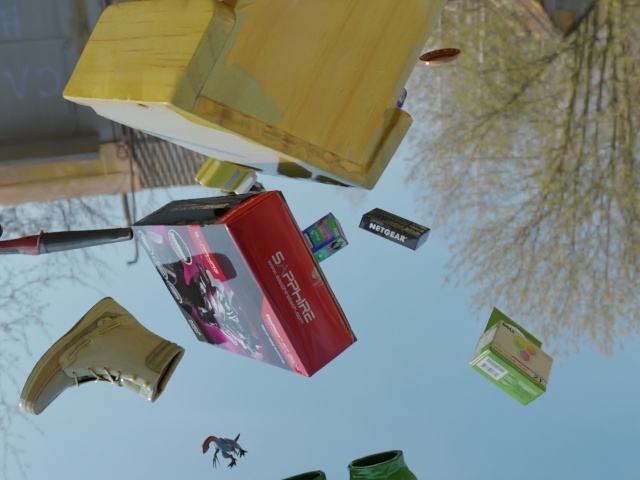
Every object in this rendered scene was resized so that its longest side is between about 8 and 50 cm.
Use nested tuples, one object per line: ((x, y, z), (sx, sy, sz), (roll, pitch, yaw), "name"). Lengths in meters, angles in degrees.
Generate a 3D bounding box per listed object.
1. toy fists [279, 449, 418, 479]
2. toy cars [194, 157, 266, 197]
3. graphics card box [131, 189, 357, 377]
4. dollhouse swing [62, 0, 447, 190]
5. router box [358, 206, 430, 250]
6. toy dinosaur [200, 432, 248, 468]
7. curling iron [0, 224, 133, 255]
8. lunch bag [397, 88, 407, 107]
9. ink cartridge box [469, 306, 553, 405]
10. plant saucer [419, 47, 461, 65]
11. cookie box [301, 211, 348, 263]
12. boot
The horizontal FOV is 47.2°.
((0.047, 0.484, 1.317), (0.279, 0.142, 0.096), (-16, 180, 2), "toy fists")
((-0.193, -0.118, 1.747), (0.176, 0.087, 0.394), (-38, 168, -13), "toy cars")
((-0.126, 0.052, 1.050), (0.094, 0.233, 0.371), (-36, -161, -25), "graphics card box")
((-0.062, -0.256, 0.903), (0.315, 0.305, 0.346), (13, 178, 42), "dollhouse swing")
((0.214, -0.035, 2.105), (0.179, 0.046, 0.133), (23, -161, 17), "router box")
((-0.151, 0.312, 1.105), (0.047, 0.082, 0.090), (-39, -150, 0), "toy dinosaur")
((-0.393, -0.008, 1.021), (0.274, 0.068, 0.035), (0, 162, 12), "curling iron")
((0.142, -0.380, 1.821), (0.096, 0.129, 0.151), (-45, -165, 4), "lunch bag")
((0.542, 0.293, 2.016), (0.188, 0.097, 0.255), (37, -135, -1), "ink cartridge box")
((0.238, -0.364, 1.458), (0.083, 0.013, 0.083), (-11, -154, 6), "plant saucer")
((0.000, 0.000, 1.660), (0.107, 0.040, 0.092), (-34, -140, 10), "cookie box")
((-0.400, 0.251, 1.357), (0.203, 0.095, 0.262), (31, -125, 10), "boot")
